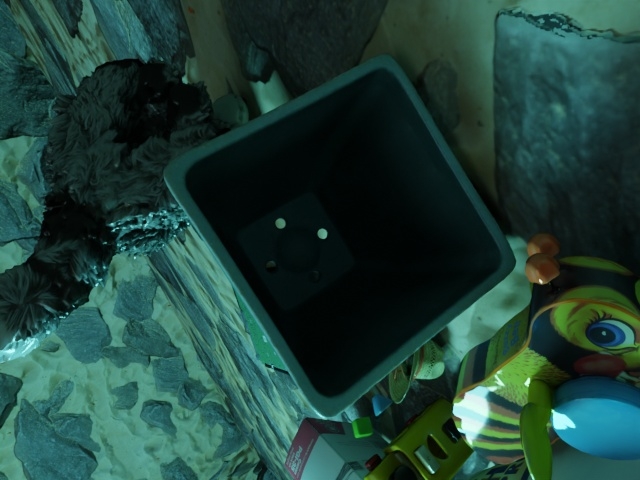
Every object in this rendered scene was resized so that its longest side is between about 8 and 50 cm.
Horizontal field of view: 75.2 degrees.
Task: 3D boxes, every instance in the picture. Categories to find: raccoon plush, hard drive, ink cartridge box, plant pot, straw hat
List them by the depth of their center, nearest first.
[{"bbox_3d":[0.000,0.000,0.483,0.247,0.247,0.252,58,161,-2],"label":"plant pot"},{"bbox_3d":[0.145,0.168,0.596,0.061,0.144,0.144,11,141,0],"label":"straw hat"},{"bbox_3d":[-0.261,-0.055,0.611,0.216,0.446,0.299,47,176,7],"label":"raccoon plush"},{"bbox_3d":[0.093,0.476,0.800,0.207,0.117,0.283,26,177,-35],"label":"ink cartridge box"},{"bbox_3d":[-0.084,0.173,0.904,0.339,0.064,0.236,-14,95,58],"label":"hard drive"}]

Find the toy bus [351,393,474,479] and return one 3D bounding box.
[{"bbox_3d":[0.151,0.338,0.637,0.191,0.202,0.104,9,144,-5],"label":"toy bus"}]

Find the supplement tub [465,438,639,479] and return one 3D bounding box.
[{"bbox_3d":[0.261,0.351,0.432,0.235,0.235,0.324,43,148,23],"label":"supplement tub"}]

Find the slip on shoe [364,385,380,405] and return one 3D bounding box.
[{"bbox_3d":[0.072,0.289,0.850,0.135,0.041,0.051,54,151,4],"label":"slip on shoe"}]

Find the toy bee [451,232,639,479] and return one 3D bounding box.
[{"bbox_3d":[0.197,0.072,0.330,0.162,0.195,0.298,40,112,-1],"label":"toy bee"}]
